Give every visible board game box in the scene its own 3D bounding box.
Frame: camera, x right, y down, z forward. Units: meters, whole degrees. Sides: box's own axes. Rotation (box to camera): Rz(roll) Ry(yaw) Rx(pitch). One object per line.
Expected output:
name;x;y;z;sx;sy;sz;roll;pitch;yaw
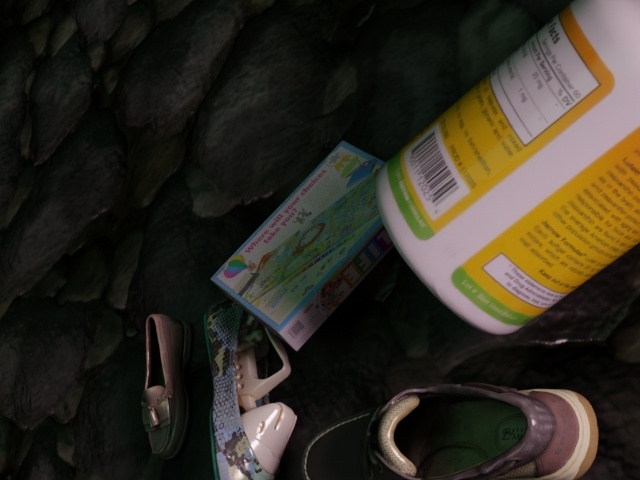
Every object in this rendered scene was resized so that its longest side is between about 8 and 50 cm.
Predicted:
board game box;0.000;0.000;0.855;0.154;0.026;0.103;-47;40;-9

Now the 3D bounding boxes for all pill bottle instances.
pill bottle;0.163;-0.064;0.671;0.246;0.136;0.136;-40;46;24

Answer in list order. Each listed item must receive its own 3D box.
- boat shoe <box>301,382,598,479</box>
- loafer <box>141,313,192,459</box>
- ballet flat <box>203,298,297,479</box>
boat shoe;0.064;0.127;0.721;0.223;0.073;0.080;-16;59;40
loafer;-0.137;0.123;0.960;0.045;0.039;0.125;-22;55;37
ballet flat;-0.051;0.120;0.858;0.070;0.070;0.188;-33;53;31
